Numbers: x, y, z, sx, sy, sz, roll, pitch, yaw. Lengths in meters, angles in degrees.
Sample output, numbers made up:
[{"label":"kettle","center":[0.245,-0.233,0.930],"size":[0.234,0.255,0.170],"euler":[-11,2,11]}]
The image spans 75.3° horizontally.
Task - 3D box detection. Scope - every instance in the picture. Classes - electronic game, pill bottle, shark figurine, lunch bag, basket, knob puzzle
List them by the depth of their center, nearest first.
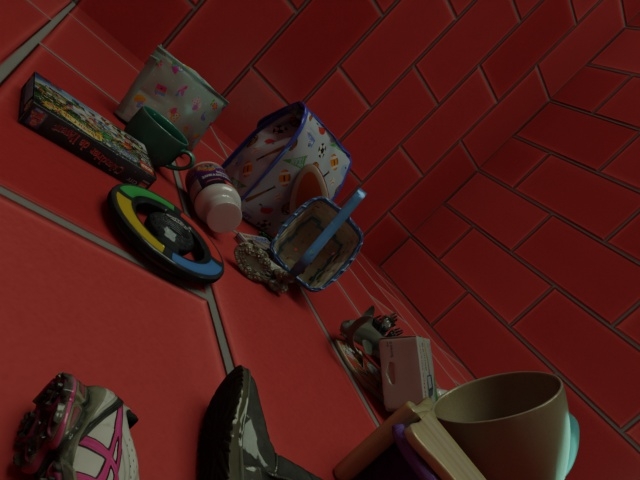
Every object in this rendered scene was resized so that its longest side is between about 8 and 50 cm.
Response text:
[{"label":"electronic game","center":[-0.257,-0.013,0.710],"size":[0.229,0.048,0.229],"euler":[43,8,-7]},{"label":"pill bottle","center":[-0.251,-0.101,0.982],"size":[0.108,0.108,0.193],"euler":[38,10,-43]},{"label":"knob puzzle","center":[0.111,0.308,1.024],"size":[0.213,0.030,0.213],"euler":[44,8,-8]},{"label":"shark figurine","center":[0.107,0.214,1.050],"size":[0.166,0.116,0.278],"euler":[30,-6,34]},{"label":"basket","center":[0.000,0.000,1.066],"size":[0.201,0.255,0.289],"euler":[41,-19,3]},{"label":"lunch bag","center":[-0.429,-0.396,1.177],"size":[0.160,0.223,0.262],"euler":[42,8,21]},{"label":"lunch bag","center":[-0.105,-0.223,1.369],"size":[0.328,0.385,0.239],"euler":[34,14,-51]}]

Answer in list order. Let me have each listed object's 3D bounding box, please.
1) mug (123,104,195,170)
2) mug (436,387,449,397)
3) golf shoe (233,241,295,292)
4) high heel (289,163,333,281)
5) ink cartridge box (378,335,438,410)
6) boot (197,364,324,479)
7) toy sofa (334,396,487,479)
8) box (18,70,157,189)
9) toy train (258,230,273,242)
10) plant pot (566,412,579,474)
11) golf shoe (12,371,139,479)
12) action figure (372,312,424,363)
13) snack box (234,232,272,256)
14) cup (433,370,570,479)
[{"label":"mug","center":[-0.387,-0.228,0.977],"size":[0.158,0.097,0.129],"euler":[49,8,22]},{"label":"mug","center":[0.378,0.502,1.311],"size":[0.064,0.062,0.078],"euler":[31,7,-31]},{"label":"golf shoe","center":[-0.142,0.059,0.950],"size":[0.086,0.069,0.176],"euler":[27,-15,50]},{"label":"high heel","center":[-0.018,-0.049,1.317],"size":[0.127,0.378,0.181],"euler":[3,7,11]},{"label":"ink cartridge box","center":[0.209,0.308,0.973],"size":[0.212,0.093,0.154],"euler":[33,50,-61]},{"label":"boot","center":[-0.026,0.250,0.436],"size":[0.208,0.076,0.190],"euler":[34,26,-24]},{"label":"toy sofa","center":[0.183,0.392,0.508],"size":[0.362,0.150,0.177],"euler":[49,12,24]},{"label":"box","center":[-0.432,-0.199,0.783],"size":[0.233,0.044,0.159],"euler":[37,11,-47]},{"label":"toy train","center":[-0.161,-0.004,1.293],"size":[0.083,0.017,0.023],"euler":[39,0,-36]},{"label":"plant pot","center":[0.702,0.691,1.374],"size":[0.290,0.290,0.195],"euler":[42,43,-18]},{"label":"golf shoe","center":[-0.147,0.166,0.262],"size":[0.086,0.067,0.186],"euler":[41,8,-35]},{"label":"action figure","center":[0.223,0.302,1.251],"size":[0.164,0.141,0.276],"euler":[46,4,-6]},{"label":"snack box","center":[-0.170,0.014,1.126],"size":[0.064,0.022,0.178],"euler":[45,8,13]},{"label":"cup","center":[0.482,0.506,1.055],"size":[0.331,0.331,0.237],"euler":[13,58,-76]}]
